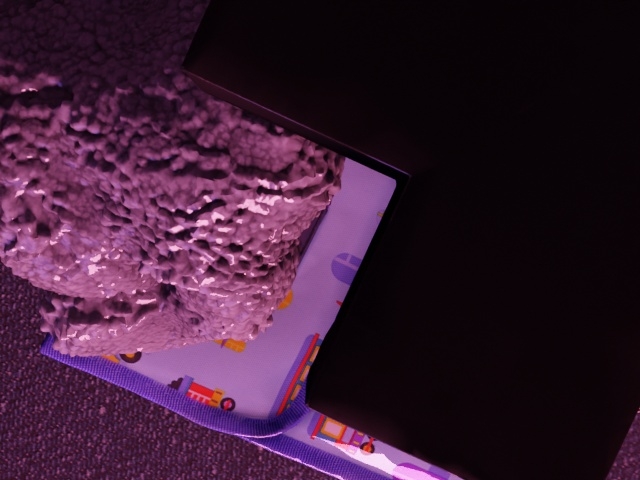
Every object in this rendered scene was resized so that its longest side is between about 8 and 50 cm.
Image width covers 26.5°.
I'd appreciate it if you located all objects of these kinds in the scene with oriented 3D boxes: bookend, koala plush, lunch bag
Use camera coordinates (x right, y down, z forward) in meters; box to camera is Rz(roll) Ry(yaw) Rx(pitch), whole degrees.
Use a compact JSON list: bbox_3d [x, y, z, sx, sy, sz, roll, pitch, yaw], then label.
[{"bbox_3d":[0.023,-0.016,0.374,0.156,0.157,0.072,24,-179,0],"label":"bookend"},{"bbox_3d":[-0.120,-0.048,0.497,0.221,0.196,0.203,4,-179,-21],"label":"koala plush"},{"bbox_3d":[0.000,0.000,0.745,0.293,0.221,0.138,24,-179,-19],"label":"lunch bag"}]

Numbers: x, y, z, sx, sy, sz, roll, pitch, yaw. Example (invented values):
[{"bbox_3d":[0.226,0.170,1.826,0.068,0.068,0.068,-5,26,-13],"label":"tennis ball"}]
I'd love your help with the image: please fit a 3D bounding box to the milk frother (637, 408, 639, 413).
[{"bbox_3d":[0.233,0.028,0.922,0.143,0.129,0.135,-4,-151,20],"label":"milk frother"}]
